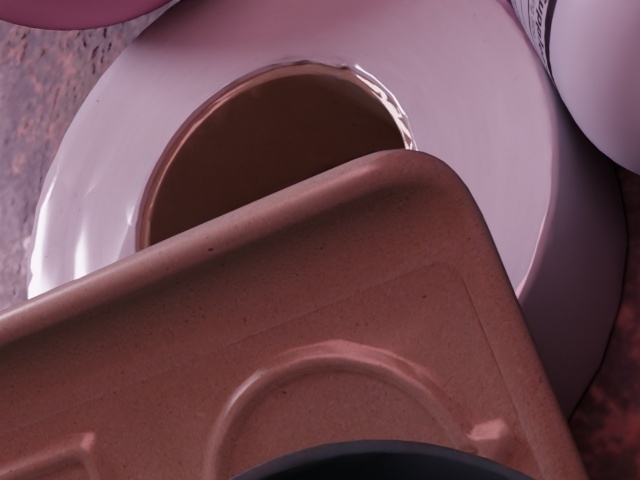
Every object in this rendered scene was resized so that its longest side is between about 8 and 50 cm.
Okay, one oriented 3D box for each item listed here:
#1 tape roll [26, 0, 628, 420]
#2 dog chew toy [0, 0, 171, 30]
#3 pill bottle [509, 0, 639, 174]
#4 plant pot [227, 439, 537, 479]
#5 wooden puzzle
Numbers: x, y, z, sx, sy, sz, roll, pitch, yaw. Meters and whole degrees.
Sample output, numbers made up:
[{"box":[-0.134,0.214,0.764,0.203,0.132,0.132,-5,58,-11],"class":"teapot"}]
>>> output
[{"box":[0.000,0.000,0.774,0.286,0.100,0.286,-13,61,26],"class":"tape roll"},{"box":[-0.125,-0.239,0.867,0.206,0.207,0.332,-31,18,15],"class":"dog chew toy"},{"box":[0.157,-0.150,0.677,0.181,0.181,0.323,-33,47,14],"class":"pill bottle"},{"box":[-0.018,0.238,0.474,0.235,0.293,0.293,-37,50,42],"class":"plant pot"},{"box":[-0.023,0.171,0.647,0.322,0.080,0.348,-22,94,21],"class":"wooden puzzle"}]
